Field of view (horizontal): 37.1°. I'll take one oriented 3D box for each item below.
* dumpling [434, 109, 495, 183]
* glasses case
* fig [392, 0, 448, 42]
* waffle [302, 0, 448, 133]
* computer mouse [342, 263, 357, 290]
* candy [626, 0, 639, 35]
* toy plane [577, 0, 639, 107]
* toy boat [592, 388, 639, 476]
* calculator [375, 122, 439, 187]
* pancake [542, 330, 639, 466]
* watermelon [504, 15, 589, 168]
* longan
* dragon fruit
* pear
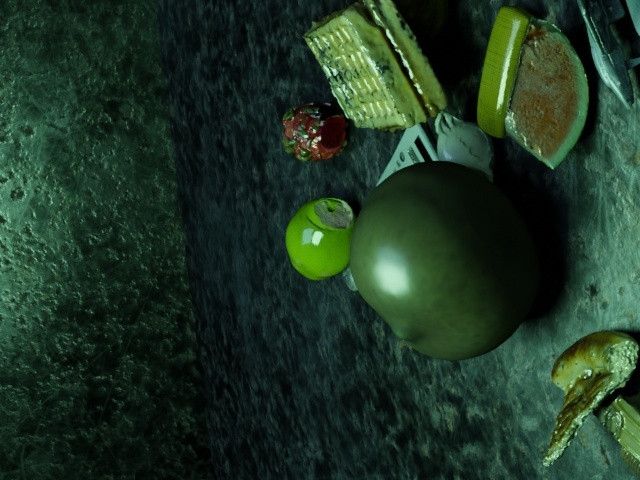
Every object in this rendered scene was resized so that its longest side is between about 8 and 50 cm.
[{"bbox_3d":[0.272,-0.159,1.796,0.188,0.108,0.127,58,175,13],"label":"dumpling"},{"bbox_3d":[0.323,-0.294,1.670,0.079,0.064,0.234,45,138,46],"label":"glasses case"},{"bbox_3d":[0.212,-0.485,1.806,0.236,0.124,0.124,-59,45,31],"label":"fig"},{"bbox_3d":[0.094,-0.350,1.899,0.261,0.114,0.376,56,173,-14],"label":"waffle"},{"bbox_3d":[0.076,0.078,2.356,0.066,0.039,0.096,-52,53,58],"label":"computer mouse"},{"bbox_3d":[0.466,-0.385,1.329,0.138,0.071,0.174,138,119,-65],"label":"candy"},{"bbox_3d":[0.422,-0.329,1.425,0.088,0.212,0.267,-31,88,21],"label":"toy plane"},{"bbox_3d":[0.532,0.334,1.435,0.310,0.089,0.115,47,137,50],"label":"toy boat"},{"bbox_3d":[0.195,-0.133,2.050,0.161,0.021,0.262,65,151,28],"label":"calculator"},{"bbox_3d":[0.417,0.255,1.555,0.244,0.057,0.266,-61,-1,-5],"label":"pancake"},{"bbox_3d":[0.366,-0.245,1.580,0.146,0.128,0.231,-88,8,-78],"label":"watermelon"},{"bbox_3d":[0.216,0.041,1.691,0.361,0.361,0.361,34,129,57],"label":"longan"},{"bbox_3d":[-0.017,-0.269,2.302,0.172,0.166,0.160,21,157,49],"label":"dragon fruit"},{"bbox_3d":[0.000,0.000,2.323,0.220,0.187,0.187,112,141,-53],"label":"pear"}]
